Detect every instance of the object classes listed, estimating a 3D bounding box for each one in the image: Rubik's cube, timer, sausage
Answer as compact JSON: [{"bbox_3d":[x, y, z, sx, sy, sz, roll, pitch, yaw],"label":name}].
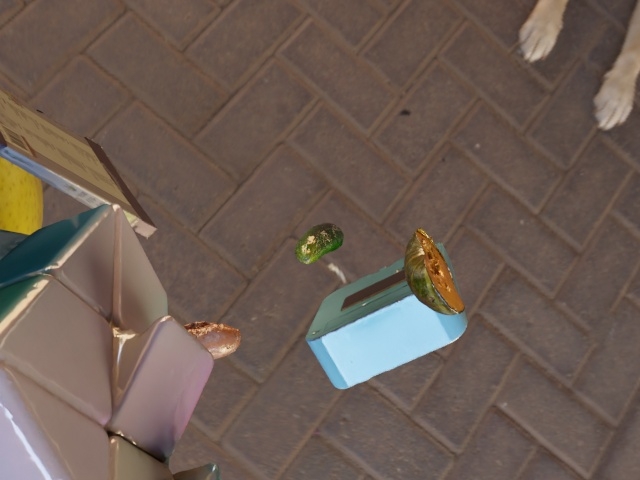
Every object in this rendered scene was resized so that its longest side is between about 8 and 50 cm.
[{"bbox_3d":[-0.265,0.164,0.645,0.358,0.387,0.368,-18,108,12],"label":"Rubik's cube"},{"bbox_3d":[0.107,0.106,1.196,0.232,0.250,0.091,-27,102,15],"label":"timer"},{"bbox_3d":[-0.288,0.218,1.324,0.327,0.079,0.087,-26,102,-25],"label":"sausage"}]

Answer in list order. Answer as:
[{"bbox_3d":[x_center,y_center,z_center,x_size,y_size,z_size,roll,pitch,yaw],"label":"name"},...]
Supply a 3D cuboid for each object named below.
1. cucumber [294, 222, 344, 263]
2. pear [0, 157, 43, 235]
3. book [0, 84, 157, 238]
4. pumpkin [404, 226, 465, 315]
[{"bbox_3d":[0.000,0.000,0.915,0.039,0.168,0.039,3,100,16],"label":"cucumber"},{"bbox_3d":[-0.515,-0.058,0.846,0.418,0.362,0.362,32,63,-54],"label":"pear"},{"bbox_3d":[-0.276,-0.093,0.780,0.026,0.231,0.157,-43,58,6],"label":"book"},{"bbox_3d":[0.081,0.028,0.578,0.050,0.028,0.083,42,27,-28],"label":"pumpkin"}]
